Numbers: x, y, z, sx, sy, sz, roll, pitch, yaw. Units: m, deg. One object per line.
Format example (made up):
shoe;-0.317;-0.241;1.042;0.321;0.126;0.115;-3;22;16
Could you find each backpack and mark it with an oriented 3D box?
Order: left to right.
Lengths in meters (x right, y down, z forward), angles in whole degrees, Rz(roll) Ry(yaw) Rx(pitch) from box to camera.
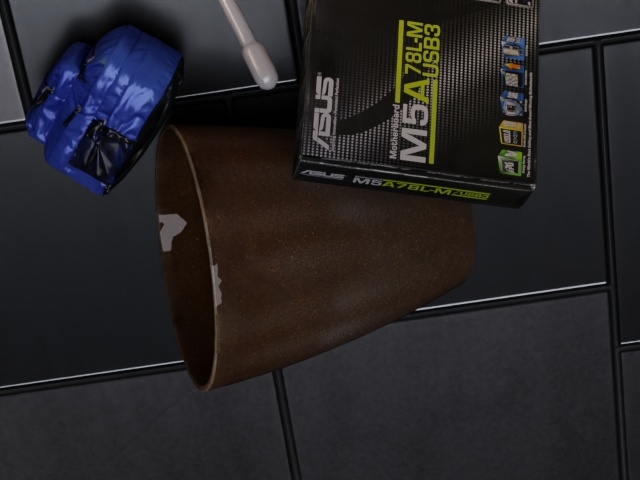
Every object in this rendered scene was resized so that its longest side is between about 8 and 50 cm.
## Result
backpack;-0.170;-0.113;1.343;0.101;0.098;0.120;32;114;-15

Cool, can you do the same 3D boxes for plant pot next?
plant pot;0.000;0.000;1.373;0.231;0.215;0.215;-8;120;-15

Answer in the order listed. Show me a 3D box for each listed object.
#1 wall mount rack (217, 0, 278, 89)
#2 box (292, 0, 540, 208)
wall mount rack;-0.042;-0.301;1.227;0.350;0.130;0.304;-32;116;15
box;0.076;-0.127;1.309;0.184;0.190;0.045;9;158;-9
